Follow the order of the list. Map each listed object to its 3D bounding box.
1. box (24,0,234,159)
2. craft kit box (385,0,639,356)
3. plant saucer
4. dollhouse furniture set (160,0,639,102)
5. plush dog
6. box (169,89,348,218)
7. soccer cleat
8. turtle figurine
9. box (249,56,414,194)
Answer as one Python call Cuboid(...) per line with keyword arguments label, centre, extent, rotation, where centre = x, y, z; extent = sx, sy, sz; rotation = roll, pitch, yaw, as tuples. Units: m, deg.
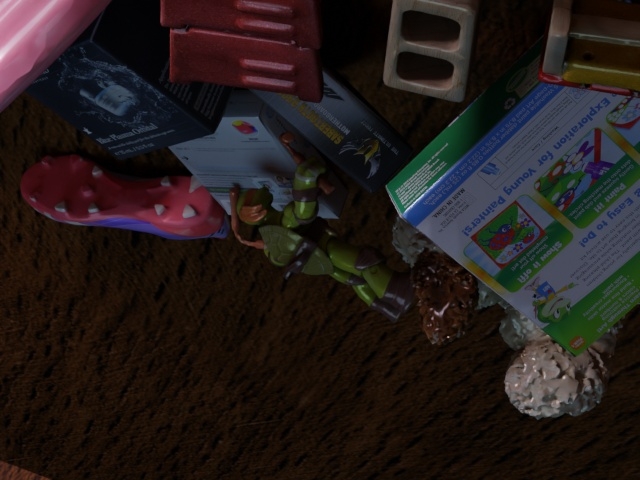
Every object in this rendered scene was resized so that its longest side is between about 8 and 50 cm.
Cuboid(label="box", centre=(-0.187, -0.164, 1.573), extent=(0.158, 0.093, 0.156), rotation=(37, 150, -31))
Cuboid(label="craft kit box", centre=(0.224, -0.053, 1.375), extent=(0.250, 0.061, 0.247), rotation=(-43, 122, 13))
Cuboid(label="plant saucer", centre=(-0.274, -0.171, 1.363), extent=(0.084, 0.332, 0.332), rotation=(46, 147, -17))
Cuboid(label="dollhouse furniture set", centre=(0.082, -0.204, 1.196), extent=(0.374, 0.201, 0.152), rotation=(10, 154, 4))
Cuboid(label="plush dog", centre=(0.176, 0.011, 1.570), extent=(0.225, 0.262, 0.210), rotation=(16, 123, -15))
Cuboid(label="box", centre=(-0.075, -0.087, 1.713), extent=(0.145, 0.038, 0.186), rotation=(2, 151, 32))
Cuboid(label="soccer cleat", centre=(-0.220, -0.040, 1.868), extent=(0.248, 0.083, 0.095), rotation=(6, 157, 21))
Cuboid(label="turtle figurine", centre=(0.000, 0.000, 1.653), extent=(0.217, 0.087, 0.269), rotation=(30, 153, 0))
Cuboid(label="box", centre=(-0.042, -0.156, 1.413), extent=(0.231, 0.056, 0.183), rotation=(39, -173, -37))
